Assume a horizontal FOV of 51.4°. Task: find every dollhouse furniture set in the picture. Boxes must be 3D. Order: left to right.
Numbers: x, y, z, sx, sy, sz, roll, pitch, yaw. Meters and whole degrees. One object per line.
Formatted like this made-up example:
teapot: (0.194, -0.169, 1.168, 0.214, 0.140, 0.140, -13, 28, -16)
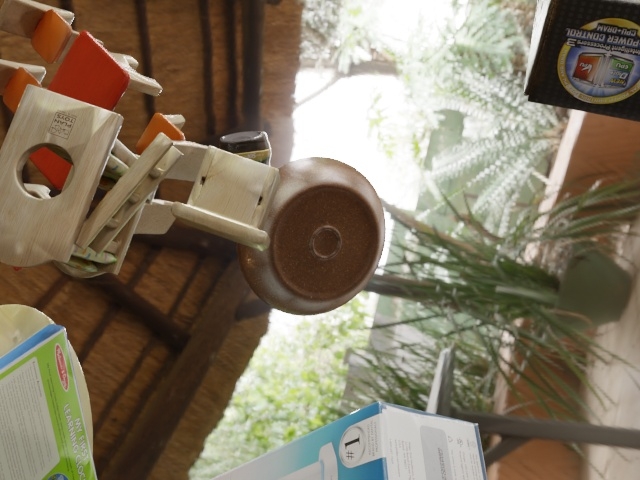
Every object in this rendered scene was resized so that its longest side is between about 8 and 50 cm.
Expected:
dollhouse furniture set: (-0.287, -0.093, 0.703, 0.259, 0.262, 0.135, -53, -18, 19)
dollhouse furniture set: (-0.111, -0.007, 0.462, 0.182, 0.161, 0.101, 95, -166, -83)

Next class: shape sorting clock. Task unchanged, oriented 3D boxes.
shape sorting clock: (-0.207, 0.146, 0.442, 0.206, 0.040, 0.206, -4, -90, -78)

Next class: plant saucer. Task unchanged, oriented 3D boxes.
plant saucer: (0.000, 0.000, 0.795, 0.036, 0.199, 0.198, 25, 105, 62)

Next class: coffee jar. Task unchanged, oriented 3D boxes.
coffee jar: (-0.132, -0.109, 1.235, 0.079, 0.096, 0.184, -91, -6, -79)

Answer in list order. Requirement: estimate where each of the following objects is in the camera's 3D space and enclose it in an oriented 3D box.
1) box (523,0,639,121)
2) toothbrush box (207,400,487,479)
box: (0.243, -0.148, 0.392, 0.270, 0.217, 0.060, -65, -15, -47)
toothbrush box: (0.010, 0.299, 0.595, 0.296, 0.126, 0.216, -38, 43, 39)
